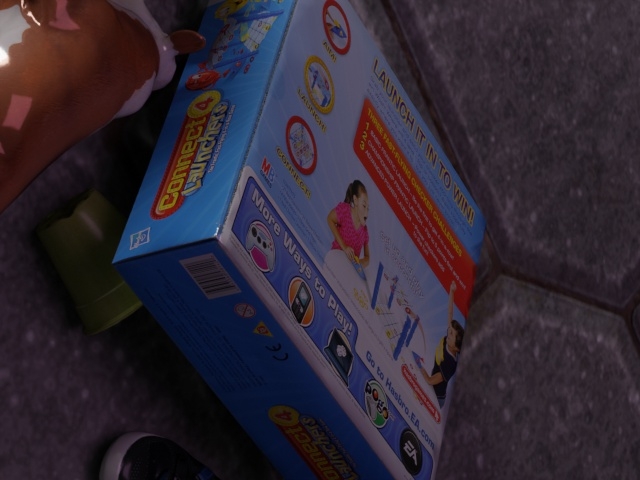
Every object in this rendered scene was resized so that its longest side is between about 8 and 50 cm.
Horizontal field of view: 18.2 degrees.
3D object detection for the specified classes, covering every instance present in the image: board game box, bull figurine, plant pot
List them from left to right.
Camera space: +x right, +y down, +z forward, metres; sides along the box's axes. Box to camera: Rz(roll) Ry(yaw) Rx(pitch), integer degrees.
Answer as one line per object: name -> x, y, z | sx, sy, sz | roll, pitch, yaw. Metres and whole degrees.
bull figurine -> -0.205, -0.116, 1.303 | 0.188, 0.101, 0.310 | 57, 47, -22
plant pot -> -0.152, 0.009, 1.372 | 0.079, 0.083, 0.083 | 55, 49, -14
board game box -> 0.000, 0.000, 1.456 | 0.308, 0.086, 0.302 | 55, 35, -35

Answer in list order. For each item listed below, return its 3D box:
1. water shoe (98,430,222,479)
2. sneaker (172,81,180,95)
water shoe -> -0.072, 0.199, 1.432 | 0.203, 0.080, 0.073 | 44, 55, -36
sneaker -> -0.075, -0.110, 1.495 | 0.083, 0.032, 0.037 | -18, 99, -47
